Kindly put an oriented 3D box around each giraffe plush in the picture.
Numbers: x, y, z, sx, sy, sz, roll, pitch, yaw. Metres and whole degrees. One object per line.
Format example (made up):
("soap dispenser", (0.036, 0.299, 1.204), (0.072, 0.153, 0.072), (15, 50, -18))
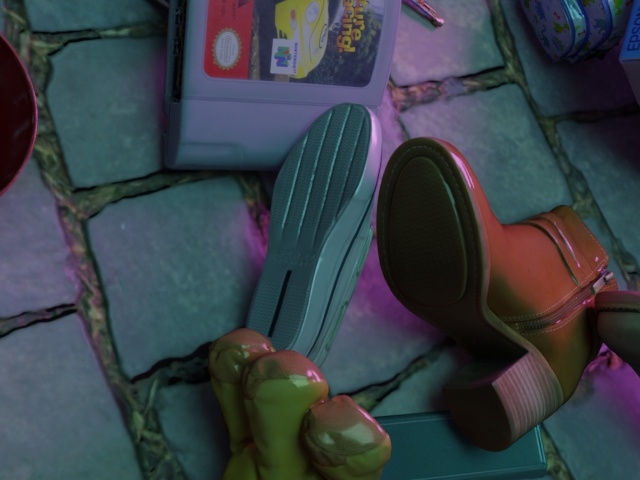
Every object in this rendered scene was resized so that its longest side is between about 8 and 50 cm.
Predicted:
("giraffe plush", (-0.050, 0.197, 0.897), (0.170, 0.181, 0.210), (-40, 127, -21))

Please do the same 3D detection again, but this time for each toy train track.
("toy train track", (0.085, -0.234, 1.182), (0.083, 0.014, 0.048), (36, 53, -18))

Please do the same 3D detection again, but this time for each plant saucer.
("plant saucer", (0.113, 0.177, 1.048), (0.192, 0.018, 0.067), (-1, 73, -26))

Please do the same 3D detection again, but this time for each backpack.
("backpack", (0.257, -0.232, 1.206), (0.084, 0.114, 0.105), (-24, 86, -18))

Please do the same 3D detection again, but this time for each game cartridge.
("game cartridge", (-0.027, -0.202, 1.014), (0.196, 0.060, 0.294), (-2, 103, -31))

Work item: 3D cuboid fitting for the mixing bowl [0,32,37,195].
("mixing bowl", (-0.306, -0.080, 0.880), (0.181, 0.098, 0.181), (9, 68, -24))

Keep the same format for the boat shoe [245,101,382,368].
("boat shoe", (0.000, 0.000, 1.009), (0.076, 0.083, 0.226), (34, 76, -57))

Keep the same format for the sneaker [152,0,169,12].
("sneaker", (-0.129, -0.324, 1.017), (0.106, 0.162, 0.281), (-32, 88, -32))

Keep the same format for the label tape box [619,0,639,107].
("label tape box", (0.421, -0.169, 1.247), (0.347, 0.115, 0.249), (53, 48, -47))

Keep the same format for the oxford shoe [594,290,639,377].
("oxford shoe", (0.363, 0.154, 1.095), (0.348, 0.123, 0.130), (31, 72, -28))

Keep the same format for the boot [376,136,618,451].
("boot", (0.169, 0.012, 1.048), (0.220, 0.109, 0.283), (-36, 108, -42))
